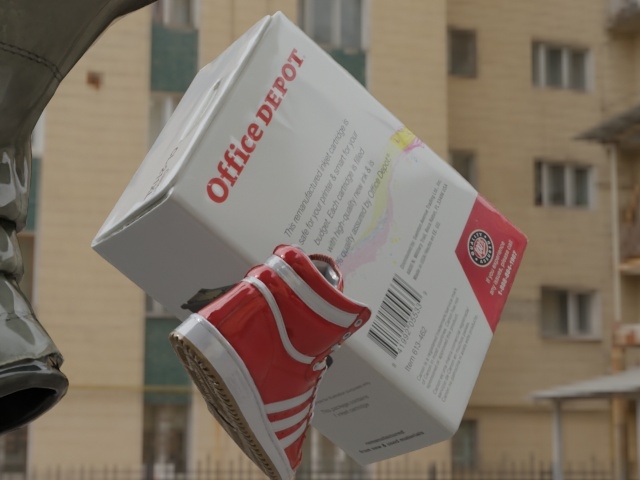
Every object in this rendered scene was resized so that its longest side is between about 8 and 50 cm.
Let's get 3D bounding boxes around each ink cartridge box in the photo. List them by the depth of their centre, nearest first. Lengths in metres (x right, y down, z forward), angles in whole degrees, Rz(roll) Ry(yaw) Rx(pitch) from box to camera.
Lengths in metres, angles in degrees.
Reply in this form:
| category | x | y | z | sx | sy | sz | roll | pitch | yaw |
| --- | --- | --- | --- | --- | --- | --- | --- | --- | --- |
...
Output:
| category | x | y | z | sx | sy | sz | roll | pitch | yaw |
| --- | --- | --- | --- | --- | --- | --- | --- | --- | --- |
| ink cartridge box | 0.000 | 0.000 | 0.695 | 0.175 | 0.127 | 0.072 | 41 | -39 | -18 |

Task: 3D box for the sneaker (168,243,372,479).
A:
| category | x | y | z | sx | sy | sz | roll | pitch | yaw |
| --- | --- | --- | --- | --- | --- | --- | --- | --- | --- |
| sneaker | -0.011 | 0.046 | 0.554 | 0.042 | 0.067 | 0.118 | 40 | -16 | 27 |

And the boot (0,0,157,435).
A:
| category | x | y | z | sx | sy | sz | roll | pitch | yaw |
| --- | --- | --- | --- | --- | --- | --- | --- | --- | --- |
| boot | -0.090 | -0.023 | 0.397 | 0.247 | 0.161 | 0.083 | -20 | -23 | 0 |
